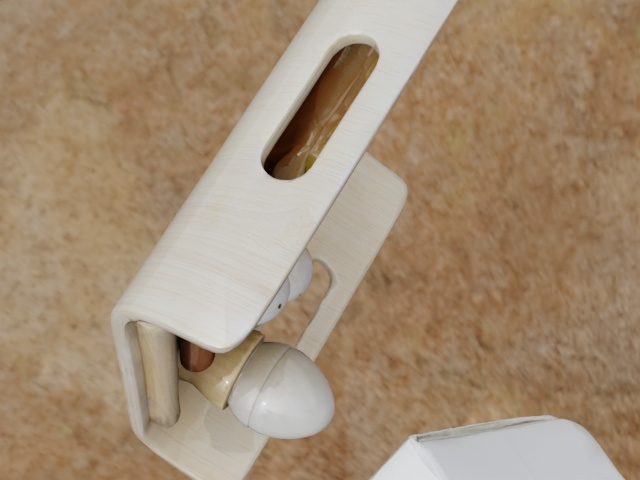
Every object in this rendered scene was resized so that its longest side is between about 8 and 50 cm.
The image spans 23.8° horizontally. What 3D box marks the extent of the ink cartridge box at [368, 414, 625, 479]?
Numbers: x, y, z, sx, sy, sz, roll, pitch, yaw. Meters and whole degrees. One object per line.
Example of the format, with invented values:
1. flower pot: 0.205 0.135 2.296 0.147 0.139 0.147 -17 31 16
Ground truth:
1. ink cartridge box: 0.061 0.326 0.893 0.385 0.160 0.279 -51 59 27

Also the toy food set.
1. toy food set: 0.000 0.000 0.735 0.092 0.306 0.220 30 71 5
